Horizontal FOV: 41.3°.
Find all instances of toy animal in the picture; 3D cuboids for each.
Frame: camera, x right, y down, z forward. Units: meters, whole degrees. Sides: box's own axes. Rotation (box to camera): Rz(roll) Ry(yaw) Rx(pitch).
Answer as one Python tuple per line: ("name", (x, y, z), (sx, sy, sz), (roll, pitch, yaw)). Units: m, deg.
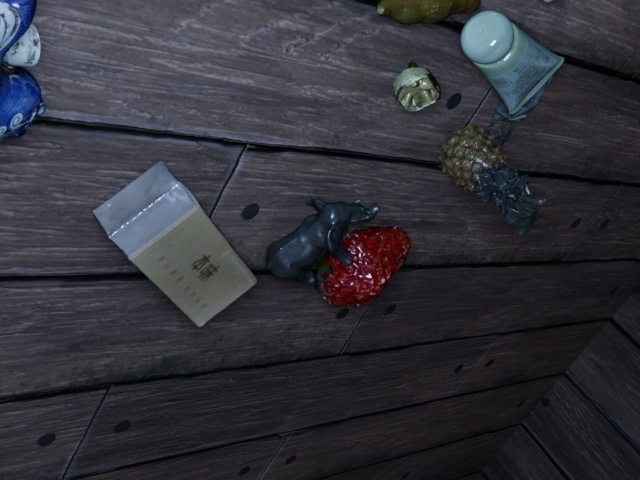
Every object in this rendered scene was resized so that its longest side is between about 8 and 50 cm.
("toy animal", (0.004, 0.003, 1.597), (0.245, 0.114, 0.146), (-47, 147, 10))

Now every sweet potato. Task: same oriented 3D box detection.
("sweet potato", (0.183, -0.381, 1.368), (0.273, 0.067, 0.067), (-16, 140, -40))

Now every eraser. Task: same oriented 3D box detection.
("eraser", (-0.231, 0.016, 1.417), (0.144, 0.078, 0.343), (-38, 147, -4))

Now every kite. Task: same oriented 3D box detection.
("kite", (0.391, -0.257, 1.763), (0.141, 0.015, 0.245), (0, 130, -41))

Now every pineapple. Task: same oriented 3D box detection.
("pineapple", (0.342, -0.117, 1.668), (0.128, 0.248, 0.128), (-23, 142, -19))

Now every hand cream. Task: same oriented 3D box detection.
("hand cream", (0.358, -0.330, 1.573), (0.147, 0.093, 0.306), (-48, 148, 15))

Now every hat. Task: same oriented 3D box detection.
("hat", (0.165, -0.272, 1.484), (0.076, 0.059, 0.077), (-29, 144, 14))

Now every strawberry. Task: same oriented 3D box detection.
("strawberry", (0.108, 0.062, 1.776), (0.236, 0.111, 0.190), (-25, 142, -23))

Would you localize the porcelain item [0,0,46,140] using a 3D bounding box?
("porcelain item", (-0.384, -0.211, 0.950), (0.186, 0.138, 0.288), (-19, 144, -46))
